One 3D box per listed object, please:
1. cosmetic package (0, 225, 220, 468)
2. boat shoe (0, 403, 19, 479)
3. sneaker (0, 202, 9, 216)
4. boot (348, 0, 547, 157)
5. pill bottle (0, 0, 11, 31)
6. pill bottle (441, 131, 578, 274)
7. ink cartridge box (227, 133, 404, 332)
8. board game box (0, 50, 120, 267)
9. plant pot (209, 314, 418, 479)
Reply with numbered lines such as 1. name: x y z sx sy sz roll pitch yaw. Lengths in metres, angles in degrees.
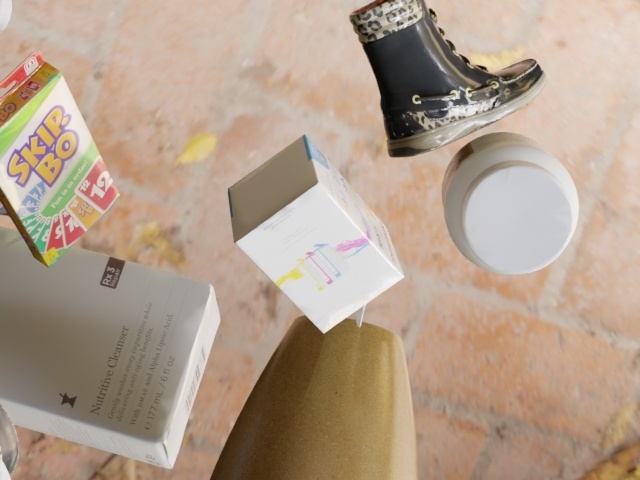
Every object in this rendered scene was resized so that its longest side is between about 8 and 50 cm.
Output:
1. cosmetic package: -0.337 0.121 1.690 0.385 0.156 0.217 14 70 4
2. boat shoe: -0.189 0.090 0.577 0.119 0.335 0.121 -15 111 -18
3. sneaker: -0.394 -0.043 1.583 0.069 0.038 0.098 -31 139 2
4. boot: 0.148 -0.213 1.564 0.236 0.085 0.178 -28 104 -29
5. pill bottle: -0.389 -0.253 1.437 0.120 0.067 0.067 7 110 -43
6. pill bottle: 0.187 -0.036 1.359 0.131 0.229 0.131 1 99 4
7. ink cartridge box: 0.000 0.000 1.182 0.090 0.092 0.143 -36 120 13
8. board game box: -0.306 -0.086 1.511 0.039 0.259 0.124 31 67 29
9. plant pot: 0.003 0.213 1.415 0.237 0.237 0.254 11 75 -1
